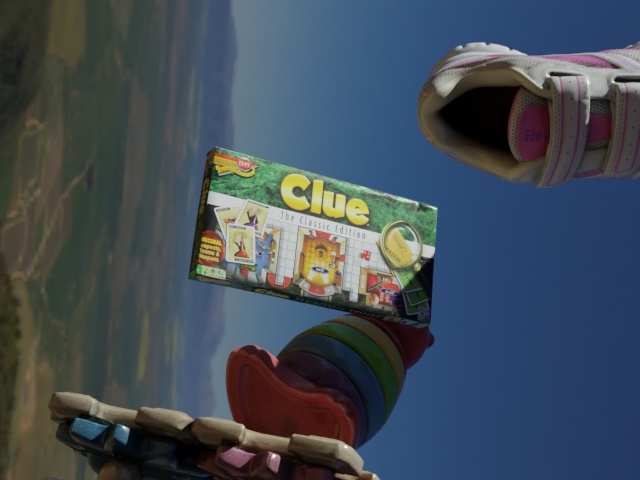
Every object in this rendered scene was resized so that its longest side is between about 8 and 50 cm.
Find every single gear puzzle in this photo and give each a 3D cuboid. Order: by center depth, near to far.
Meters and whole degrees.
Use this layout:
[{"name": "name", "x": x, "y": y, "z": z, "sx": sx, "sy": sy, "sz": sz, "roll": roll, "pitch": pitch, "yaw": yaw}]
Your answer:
[{"name": "gear puzzle", "x": -0.026, "y": 0.174, "z": 0.561, "sx": 0.339, "sy": 0.175, "sz": 0.044, "roll": 60, "pitch": 40, "yaw": -58}]

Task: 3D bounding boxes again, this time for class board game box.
[{"name": "board game box", "x": 0.000, "y": 0.000, "z": 0.963, "sx": 0.030, "sy": 0.259, "sz": 0.136, "roll": 144, "pitch": -46, "yaw": -59}]

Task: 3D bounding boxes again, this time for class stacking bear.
[{"name": "stacking bear", "x": 0.037, "y": 0.157, "z": 1.158, "sx": 0.289, "sy": 0.175, "sz": 0.164, "roll": -36, "pitch": 143, "yaw": -47}]

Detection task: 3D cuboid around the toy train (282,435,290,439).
[{"name": "toy train", "x": -0.065, "y": 0.241, "z": 1.025, "sx": 0.024, "sy": 0.083, "sz": 0.017, "roll": 60, "pitch": -12, "yaw": 20}]

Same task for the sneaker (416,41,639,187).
[{"name": "sneaker", "x": 0.177, "y": -0.080, "z": 0.642, "sx": 0.111, "sy": 0.252, "sz": 0.103, "roll": -39, "pitch": 126, "yaw": -55}]

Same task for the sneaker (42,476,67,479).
[{"name": "sneaker", "x": -0.113, "y": 0.299, "z": 0.760, "sx": 0.182, "sy": 0.315, "sz": 0.128, "roll": -19, "pitch": -134, "yaw": 63}]
